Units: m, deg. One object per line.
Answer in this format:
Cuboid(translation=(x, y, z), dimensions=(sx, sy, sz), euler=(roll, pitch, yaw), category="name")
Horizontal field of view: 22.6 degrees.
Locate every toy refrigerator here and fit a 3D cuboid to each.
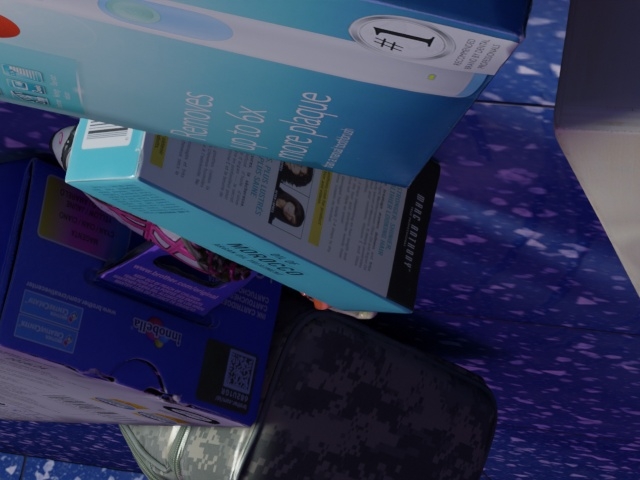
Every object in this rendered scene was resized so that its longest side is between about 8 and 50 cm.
Cuboid(translation=(0.187, -0.046, 0.757), dimensions=(0.094, 0.102, 0.269), euler=(4, 163, 22), category="toy refrigerator")

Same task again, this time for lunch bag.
Cuboid(translation=(-0.023, 0.166, 1.490), dimensions=(0.305, 0.213, 0.256), euler=(25, 176, -40), category="lunch bag")

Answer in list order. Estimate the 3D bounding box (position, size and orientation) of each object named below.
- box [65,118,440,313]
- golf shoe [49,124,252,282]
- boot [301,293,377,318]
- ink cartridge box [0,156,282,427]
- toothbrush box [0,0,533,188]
Cuboid(translation=(-0.030, -0.039, 0.931), dimensions=(0.060, 0.100, 0.244), euler=(-1, 160, 41), category="box")
Cuboid(translation=(-0.105, -0.032, 1.089), dimensions=(0.086, 0.067, 0.186), euler=(19, 166, 39), category="golf shoe")
Cuboid(translation=(0.000, 0.000, 1.082), dimensions=(0.059, 0.085, 0.158), euler=(0, 160, 39), category="boot")
Cuboid(translation=(-0.221, 0.053, 1.291), dimensions=(0.395, 0.151, 0.270), euler=(-3, 161, 44), category="ink cartridge box")
Cuboid(translation=(-0.080, -0.129, 0.587), dimensions=(0.295, 0.126, 0.216), euler=(13, 168, -5), category="toothbrush box")
